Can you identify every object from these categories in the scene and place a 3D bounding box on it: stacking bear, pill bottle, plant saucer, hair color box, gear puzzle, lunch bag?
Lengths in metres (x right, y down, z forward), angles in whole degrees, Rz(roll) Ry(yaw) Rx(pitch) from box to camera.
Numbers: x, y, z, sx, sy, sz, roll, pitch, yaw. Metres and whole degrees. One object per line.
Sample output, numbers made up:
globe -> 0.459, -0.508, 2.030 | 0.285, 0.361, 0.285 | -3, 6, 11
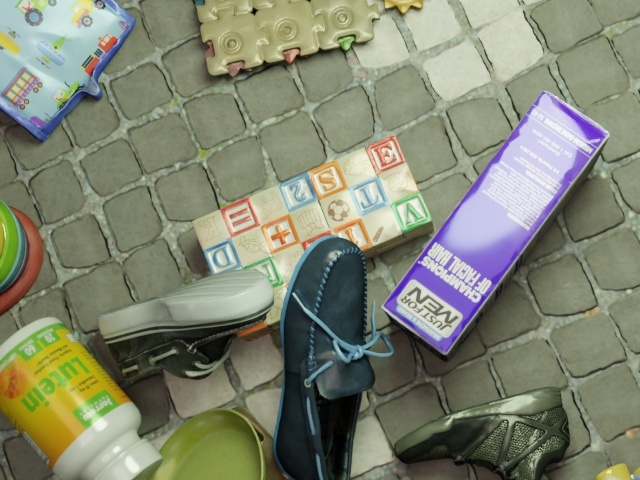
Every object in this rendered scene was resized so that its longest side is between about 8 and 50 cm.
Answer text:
stacking bear -> -0.487, 0.002, 1.549 | 0.164, 0.289, 0.175 | -20, 79, 4
pill bottle -> -0.325, 0.232, 1.572 | 0.136, 0.136, 0.246 | -44, 79, -1
plant saucer -> -0.148, 0.336, 1.528 | 0.241, 0.037, 0.241 | -27, 48, 34
hair color box -> 0.221, -0.010, 1.518 | 0.110, 0.185, 0.339 | 35, 86, 11
gear puzzle -> -0.008, -0.340, 1.673 | 0.338, 0.044, 0.176 | -12, 79, 2
lunch bag -> -0.423, -0.302, 1.681 | 0.293, 0.138, 0.221 | 38, 85, 2

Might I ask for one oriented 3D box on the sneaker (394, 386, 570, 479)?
sneaker -> 0.214, 0.276, 1.524 | 0.227, 0.087, 0.130 | -14, 74, -1

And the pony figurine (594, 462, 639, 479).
pony figurine -> 0.472, 0.421, 1.402 | 0.350, 0.303, 0.364 | -24, 64, -6

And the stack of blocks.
stack of blocks -> 0.000, 0.000, 1.592 | 0.297, 0.087, 0.171 | -24, 79, 3

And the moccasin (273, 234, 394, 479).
moccasin -> 0.027, 0.162, 1.494 | 0.116, 0.137, 0.342 | 29, 125, 44

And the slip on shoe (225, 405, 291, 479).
slip on shoe -> -0.080, 0.279, 1.583 | 0.051, 0.041, 0.135 | -36, 79, 0

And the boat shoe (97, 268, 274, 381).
boat shoe -> -0.161, 0.118, 1.526 | 0.121, 0.335, 0.119 | -25, 96, -39
